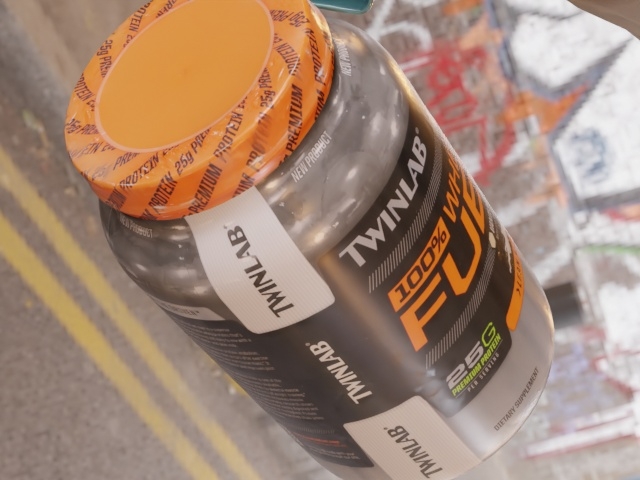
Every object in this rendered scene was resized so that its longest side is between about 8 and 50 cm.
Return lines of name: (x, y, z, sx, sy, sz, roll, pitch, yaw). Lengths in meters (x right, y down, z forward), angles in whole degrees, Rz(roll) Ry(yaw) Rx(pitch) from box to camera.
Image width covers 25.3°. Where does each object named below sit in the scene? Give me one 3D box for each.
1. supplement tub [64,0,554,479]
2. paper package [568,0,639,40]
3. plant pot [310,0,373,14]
supplement tub: (0.000, 0.000, 0.512, 0.190, 0.117, 0.117, 50, 24, -44)
paper package: (0.267, -0.163, 0.435, 0.168, 0.325, 0.309, 34, 1, -15)
plant pot: (-0.018, -0.276, 0.950, 0.234, 0.165, 0.165, -65, 162, -60)
